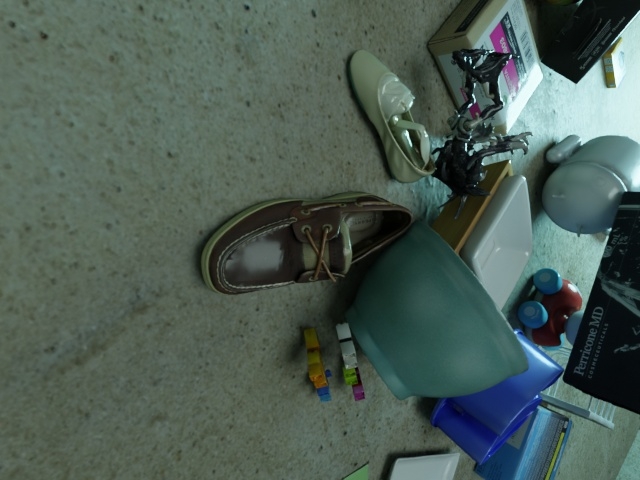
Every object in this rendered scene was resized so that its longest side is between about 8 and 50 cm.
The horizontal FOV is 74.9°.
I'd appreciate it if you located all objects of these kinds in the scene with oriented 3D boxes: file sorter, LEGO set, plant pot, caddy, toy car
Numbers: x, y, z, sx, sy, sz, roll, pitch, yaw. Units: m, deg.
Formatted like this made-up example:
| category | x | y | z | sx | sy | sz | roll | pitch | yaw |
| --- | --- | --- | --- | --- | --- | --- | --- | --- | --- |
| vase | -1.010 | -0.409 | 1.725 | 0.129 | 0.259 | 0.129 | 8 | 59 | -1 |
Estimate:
| category | x | y | z | sx | sy | sz | roll | pitch | yaw |
| --- | --- | --- | --- | --- | --- | --- | --- | --- | --- |
| file sorter | 0.796 | 0.452 | 1.311 | 0.277 | 0.192 | 0.173 | 32 | 77 | -39 |
| LEGO set | 0.016 | 0.195 | 0.697 | 0.087 | 0.093 | 0.227 | -13 | 143 | -1 |
| plant pot | 0.165 | 0.141 | 0.704 | 0.196 | 0.293 | 0.293 | -35 | 123 | 3 |
| caddy | 0.399 | 0.346 | 0.983 | 0.341 | 0.179 | 0.241 | -16 | 133 | -36 |
| toy car | 0.721 | 0.222 | 1.165 | 0.219 | 0.238 | 0.210 | 41 | 74 | -37 |

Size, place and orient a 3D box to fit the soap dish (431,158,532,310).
| category | x | y | z | sx | sy | sz | roll | pitch | yaw |
| --- | --- | --- | --- | --- | --- | --- | --- | --- | --- |
| soap dish | 0.331 | 0.010 | 0.859 | 0.229 | 0.118 | 0.291 | -54 | 137 | -16 |

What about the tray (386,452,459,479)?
| category | x | y | z | sx | sy | sz | roll | pitch | yaw |
| --- | --- | --- | --- | --- | --- | --- | --- | --- | --- |
| tray | 0.231 | 0.571 | 0.990 | 0.270 | 0.030 | 0.145 | 21 | 87 | -40 |

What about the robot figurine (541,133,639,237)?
| category | x | y | z | sx | sy | sz | roll | pitch | yaw |
| --- | --- | --- | --- | --- | --- | --- | --- | --- | --- |
| robot figurine | 0.733 | -0.147 | 1.114 | 0.353 | 0.200 | 0.300 | -34 | 80 | -28 |

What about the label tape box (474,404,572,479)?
| category | x | y | z | sx | sy | sz | roll | pitch | yaw |
| --- | --- | --- | --- | --- | --- | --- | --- | --- | --- |
| label tape box | 0.630 | 0.621 | 1.268 | 0.347 | 0.115 | 0.249 | 29 | 82 | -42 |

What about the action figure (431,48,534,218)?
| category | x | y | z | sx | sy | sz | roll | pitch | yaw |
| --- | --- | --- | --- | --- | --- | --- | --- | --- | --- |
| action figure | 0.276 | -0.179 | 0.725 | 0.140 | 0.164 | 0.276 | -9 | 120 | -17 |

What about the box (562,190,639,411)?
| category | x | y | z | sx | sy | sz | roll | pitch | yaw |
| --- | --- | --- | --- | --- | --- | --- | --- | --- | --- |
| box | 0.843 | 0.171 | 0.820 | 0.297 | 0.471 | 0.480 | 25 | 82 | -28 |

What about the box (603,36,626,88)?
| category | x | y | z | sx | sy | sz | roll | pitch | yaw |
| --- | --- | --- | --- | --- | --- | --- | --- | --- | --- |
| box | 0.893 | -0.530 | 1.268 | 0.081 | 0.028 | 0.136 | -52 | 129 | -17 |

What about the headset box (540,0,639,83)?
| category | x | y | z | sx | sy | sz | roll | pitch | yaw |
| --- | --- | --- | --- | --- | --- | --- | --- | --- | --- |
| headset box | 0.658 | -0.522 | 0.958 | 0.293 | 0.110 | 0.218 | -45 | 167 | -23 |

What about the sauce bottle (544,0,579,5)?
| category | x | y | z | sx | sy | sz | roll | pitch | yaw |
| --- | --- | --- | --- | --- | --- | --- | --- | --- | --- |
| sauce bottle | 0.441 | -0.558 | 0.851 | 0.344 | 0.111 | 0.112 | -13 | 108 | -34 |

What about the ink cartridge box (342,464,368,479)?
| category | x | y | z | sx | sy | sz | roll | pitch | yaw |
| --- | --- | --- | --- | --- | --- | --- | --- | --- | --- |
| ink cartridge box | 0.051 | 0.600 | 0.839 | 0.171 | 0.056 | 0.235 | -11 | 109 | -36 |

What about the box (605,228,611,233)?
| category | x | y | z | sx | sy | sz | roll | pitch | yaw |
| --- | --- | --- | --- | --- | --- | --- | --- | --- | --- |
| box | 1.025 | -0.116 | 1.460 | 0.145 | 0.038 | 0.186 | 16 | 91 | -39 |

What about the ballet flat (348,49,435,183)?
| category | x | y | z | sx | sy | sz | roll | pitch | yaw |
| --- | --- | --- | --- | --- | --- | --- | --- | --- | --- |
| ballet flat | 0.132 | -0.204 | 0.701 | 0.086 | 0.086 | 0.248 | -46 | 124 | -21 |

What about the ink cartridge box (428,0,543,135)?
| category | x | y | z | sx | sy | sz | roll | pitch | yaw |
| --- | --- | --- | --- | --- | --- | --- | --- | --- | --- |
| ink cartridge box | 0.336 | -0.354 | 0.825 | 0.193 | 0.088 | 0.235 | -55 | 128 | -17 |

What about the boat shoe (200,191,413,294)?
| category | x | y | z | sx | sy | sz | roll | pitch | yaw |
| --- | --- | --- | --- | --- | --- | --- | --- | --- | --- |
| boat shoe | 0.000 | 0.000 | 0.614 | 0.341 | 0.123 | 0.123 | -15 | 109 | -35 |
